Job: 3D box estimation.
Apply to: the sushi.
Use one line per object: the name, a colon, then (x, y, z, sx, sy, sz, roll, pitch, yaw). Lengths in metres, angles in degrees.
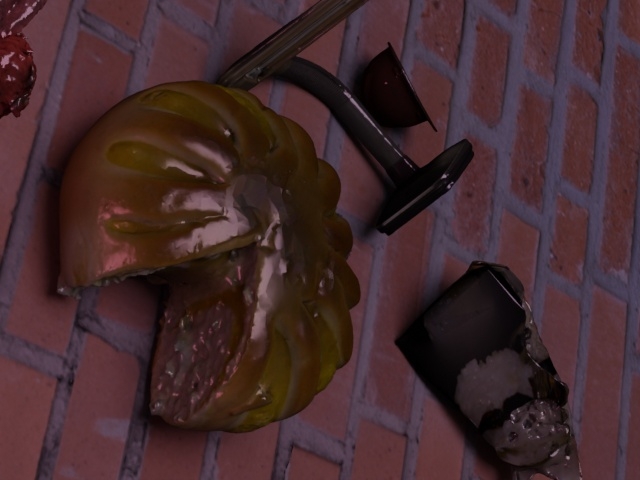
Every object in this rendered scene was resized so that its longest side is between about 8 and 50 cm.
sushi: (0.214, 0.150, 1.989, 0.273, 0.134, 0.109, 52, 19, -10)

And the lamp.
lamp: (0.060, -0.152, 1.878, 0.283, 0.203, 0.124, 42, 32, -22)

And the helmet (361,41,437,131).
helmet: (0.077, -0.155, 1.986, 0.111, 0.057, 0.089, 60, 2, -17)

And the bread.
bread: (-0.085, 0.004, 1.686, 0.333, 0.160, 0.333, 12, 69, -35)

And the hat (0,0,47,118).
hat: (-0.324, -0.239, 1.584, 0.236, 0.107, 0.286, -26, 100, -32)

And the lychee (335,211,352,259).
lychee: (0.000, 0.000, 1.856, 0.067, 0.083, 0.068, 33, 88, 5)
